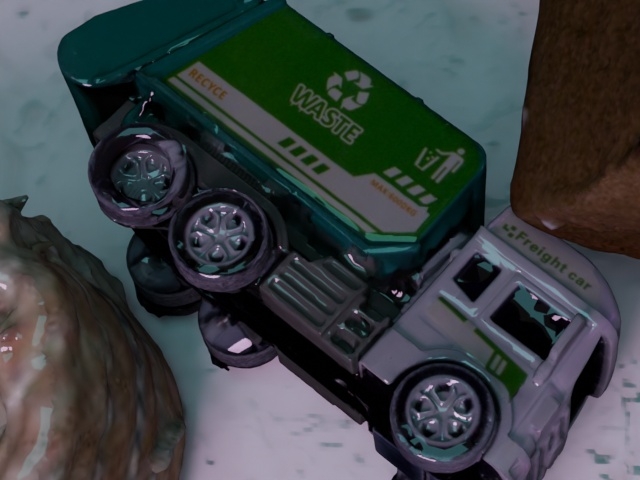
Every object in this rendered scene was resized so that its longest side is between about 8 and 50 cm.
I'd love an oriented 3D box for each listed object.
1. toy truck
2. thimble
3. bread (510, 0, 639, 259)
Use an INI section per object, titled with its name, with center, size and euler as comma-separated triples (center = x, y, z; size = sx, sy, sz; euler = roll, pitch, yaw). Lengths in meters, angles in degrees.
[toy truck]
center = 0.000, 0.000, 0.722
size = 0.253, 0.114, 0.124
euler = 36, 74, 18
[thimble]
center = -0.170, 0.098, 0.711
size = 0.229, 0.148, 0.196
euler = -34, 72, 4
[bread]
center = 0.184, -0.188, 0.697
size = 0.113, 0.165, 0.416
euler = -10, 67, 56
